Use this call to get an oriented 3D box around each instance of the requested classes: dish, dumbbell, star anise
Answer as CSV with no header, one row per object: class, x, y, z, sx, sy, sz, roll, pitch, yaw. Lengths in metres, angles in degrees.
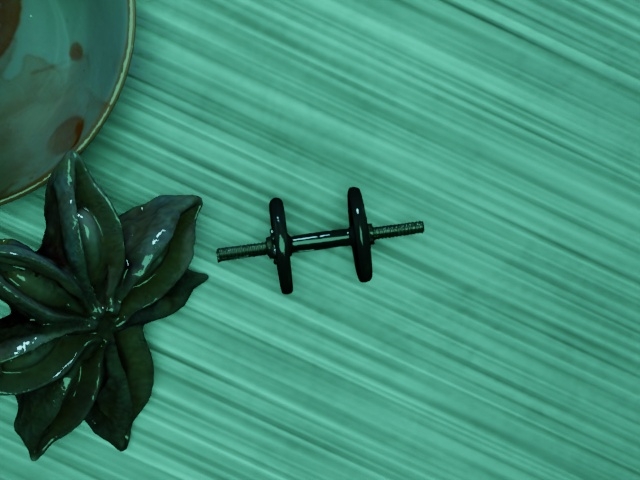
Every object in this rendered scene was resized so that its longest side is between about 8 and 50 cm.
dish,-0.255,-0.149,1.113,0.260,0.085,0.260,0,93,-3
dumbbell,0.000,0.000,1.131,0.147,0.069,0.069,-7,91,-3
star anise,-0.171,0.044,1.091,0.197,0.073,0.212,28,88,-44
